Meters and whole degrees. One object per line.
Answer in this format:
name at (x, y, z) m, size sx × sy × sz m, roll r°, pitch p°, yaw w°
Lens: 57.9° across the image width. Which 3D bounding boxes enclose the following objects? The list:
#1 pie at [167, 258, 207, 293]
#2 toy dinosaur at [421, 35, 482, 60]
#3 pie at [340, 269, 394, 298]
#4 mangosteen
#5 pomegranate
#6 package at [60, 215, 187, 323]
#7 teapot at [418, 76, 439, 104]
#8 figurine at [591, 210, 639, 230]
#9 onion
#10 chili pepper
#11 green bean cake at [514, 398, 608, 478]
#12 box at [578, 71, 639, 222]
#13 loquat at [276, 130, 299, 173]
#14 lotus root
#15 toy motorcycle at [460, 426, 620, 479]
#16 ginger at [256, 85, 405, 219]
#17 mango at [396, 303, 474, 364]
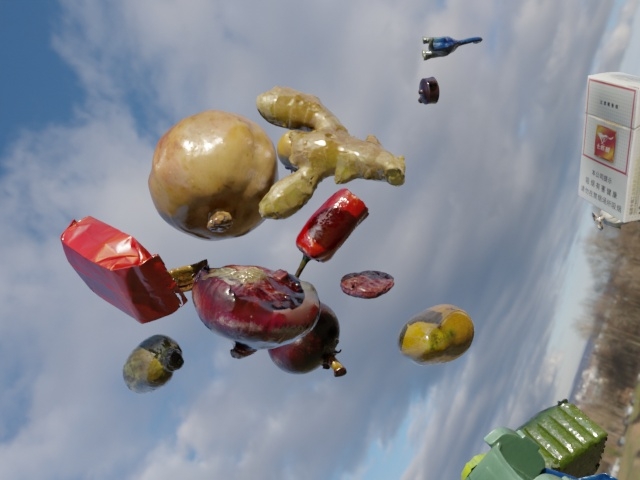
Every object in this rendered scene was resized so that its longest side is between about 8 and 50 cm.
pie at (-0.443, 0.122, 1.832) m, size 0.191 × 0.033 × 0.088 m, roll -14°, pitch -87°, yaw -24°
toy dinosaur at (0.392, -0.582, 1.707) m, size 0.248 × 0.188 × 0.075 m, roll -54°, pitch -43°, yaw -72°
pie at (0.127, 0.117, 1.550) m, size 0.153 × 0.153 × 0.038 m, roll -24°, pitch -61°, yaw -55°
mangosteen at (-0.022, 0.305, 1.710) m, size 0.235 × 0.261 × 0.235 m, roll -47°, pitch -13°, yaw -14°
pomegranate at (-0.315, -0.175, 1.730) m, size 0.411 × 0.411 × 0.411 m, roll -42°, pitch -37°, yaw -44°
package at (-0.517, 0.071, 1.478) m, size 0.123 × 0.423 × 0.196 m, roll -43°, pitch -48°, yaw -28°
teapot at (0.266, -0.372, 1.451) m, size 0.100 × 0.045 × 0.068 m, roll 116°, pitch 143°, yaw -69°
figurine at (0.968, -0.084, 1.888) m, size 0.132 × 0.153 × 0.132 m, roll -21°, pitch -90°, yaw -78°
onion at (-0.140, 0.157, 1.227) m, size 0.272 × 0.272 × 0.195 m, roll -10°, pitch -61°, yaw -60°
chili pepper at (-0.003, -0.003, 1.753) m, size 0.338 × 0.134 × 0.131 m, roll -48°, pitch 6°, yaw -5°
green bean cake at (0.577, 0.561, 1.469) m, size 0.250 × 0.156 × 0.247 m, roll -18°, pitch -55°, yaw -24°
box at (0.748, -0.237, 1.441) m, size 0.210 × 0.095 × 0.330 m, roll -110°, pitch 14°, yaw -65°
loquat at (-0.083, -0.360, 2.264) m, size 0.149 × 0.172 × 0.204 m, roll -20°, pitch -49°, yaw -84°
lotus root at (-0.497, 0.367, 1.739) m, size 0.173 × 0.173 × 0.309 m, roll -47°, pitch 7°, yaw -38°
toy motorcycle at (0.426, 0.473, 1.016) m, size 0.200 × 0.326 × 0.191 m, roll -54°, pitch 18°, yaw 4°
ginger at (0.019, -0.230, 1.397) m, size 0.122 × 0.348 × 0.363 m, roll 77°, pitch -172°, yaw -59°
mango at (0.338, 0.286, 1.715) m, size 0.317 × 0.211 × 0.173 m, roll 0°, pitch -111°, yaw -61°
